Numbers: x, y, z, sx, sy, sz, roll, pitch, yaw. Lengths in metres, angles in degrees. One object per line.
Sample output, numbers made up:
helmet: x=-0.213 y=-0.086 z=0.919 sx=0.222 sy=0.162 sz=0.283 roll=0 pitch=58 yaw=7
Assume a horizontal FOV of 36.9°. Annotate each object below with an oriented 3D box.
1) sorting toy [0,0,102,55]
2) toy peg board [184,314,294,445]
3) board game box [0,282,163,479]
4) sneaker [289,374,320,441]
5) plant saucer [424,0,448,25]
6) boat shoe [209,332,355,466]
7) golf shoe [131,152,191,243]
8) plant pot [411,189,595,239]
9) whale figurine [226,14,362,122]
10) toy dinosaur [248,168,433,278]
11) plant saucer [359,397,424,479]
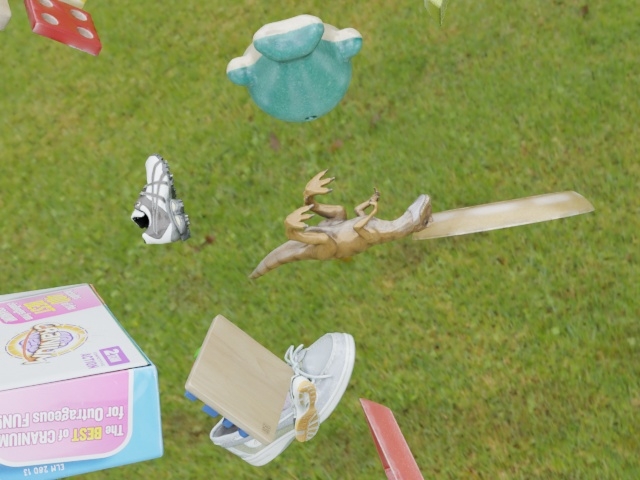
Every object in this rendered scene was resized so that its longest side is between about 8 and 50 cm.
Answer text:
sorting toy: x=-0.265 y=-0.174 z=0.594 sx=0.046 sy=0.274 sz=0.132 roll=-53 pitch=45 yaw=26
toy peg board: x=-0.141 y=0.232 z=1.507 sx=0.079 sy=0.161 sz=0.160 roll=-41 pitch=19 yaw=34
board game box: x=-0.291 y=0.106 z=0.652 sx=0.316 sy=0.064 sz=0.242 roll=-8 pitch=13 yaw=-21
sneaker: x=-0.021 y=0.197 z=1.135 sx=0.032 sy=0.083 sz=0.037 roll=-7 pitch=23 yaw=-23
plant saucer: x=0.249 y=-0.546 z=1.939 sx=0.045 sy=0.188 sz=0.188 roll=17 pitch=94 yaw=7
boat shoe: x=-0.060 y=0.266 z=1.634 sx=0.320 sy=0.103 sz=0.118 roll=-45 pitch=32 yaw=28
golf shoe: x=-0.296 y=-0.075 z=1.692 sx=0.094 sy=0.077 sz=0.198 roll=-18 pitch=51 yaw=-9
plant pot: x=0.233 y=-0.035 z=1.246 sx=0.236 sy=0.236 sz=0.032 roll=-10 pitch=91 yaw=18
whale figurine: x=-0.034 y=-0.262 z=1.472 sx=0.216 sy=0.272 sz=0.141 roll=-14 pitch=88 yaw=0
toy dinosaur: x=0.000 y=0.000 z=0.895 sx=0.211 sy=0.112 sz=0.064 roll=-15 pitch=47 yaw=19
plant saucer: x=0.155 y=0.431 z=1.675 sx=0.048 sy=0.258 sz=0.259 roll=-23 pitch=46 yaw=-5
